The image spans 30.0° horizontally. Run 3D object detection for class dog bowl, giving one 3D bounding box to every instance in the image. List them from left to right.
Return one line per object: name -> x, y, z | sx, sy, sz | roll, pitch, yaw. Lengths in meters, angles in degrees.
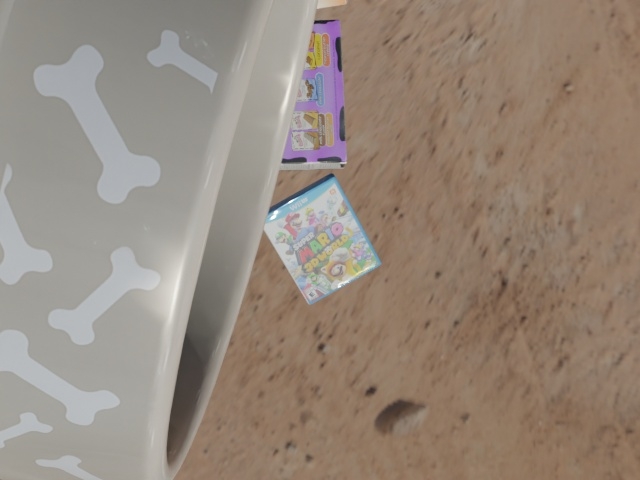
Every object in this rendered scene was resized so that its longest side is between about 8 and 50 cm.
dog bowl -> -0.079, -0.041, 0.571 | 0.102, 0.349, 0.348 | 14, 107, 1

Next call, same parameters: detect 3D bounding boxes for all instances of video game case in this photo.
video game case -> 0.000, 0.000, 1.636 | 0.119, 0.015, 0.166 | -29, 124, 1

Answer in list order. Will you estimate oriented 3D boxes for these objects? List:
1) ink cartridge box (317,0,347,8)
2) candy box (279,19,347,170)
ink cartridge box -> -0.060, -0.381, 1.694 | 0.179, 0.145, 0.045 | -10, 61, 7
candy box -> -0.071, -0.164, 1.375 | 0.196, 0.070, 0.164 | -2, 87, -1
